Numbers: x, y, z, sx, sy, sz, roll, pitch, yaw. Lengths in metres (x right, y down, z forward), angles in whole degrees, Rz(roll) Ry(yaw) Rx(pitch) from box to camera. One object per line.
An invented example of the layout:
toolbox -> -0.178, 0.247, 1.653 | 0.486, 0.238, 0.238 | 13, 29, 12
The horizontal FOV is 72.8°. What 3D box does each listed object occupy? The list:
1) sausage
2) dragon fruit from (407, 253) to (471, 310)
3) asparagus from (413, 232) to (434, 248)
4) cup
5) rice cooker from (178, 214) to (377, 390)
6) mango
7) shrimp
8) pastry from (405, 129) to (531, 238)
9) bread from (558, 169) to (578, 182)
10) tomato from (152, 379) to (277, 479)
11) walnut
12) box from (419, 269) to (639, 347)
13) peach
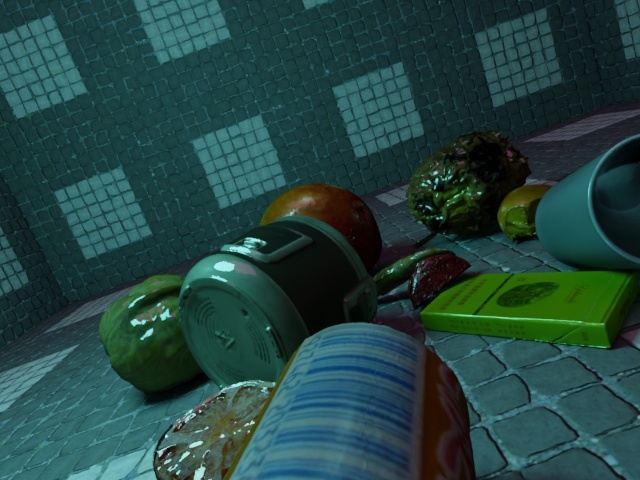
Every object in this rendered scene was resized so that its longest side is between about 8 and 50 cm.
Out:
sausage -> 0.027, 0.239, 0.404 | 0.233, 0.233, 0.287 | -17, 12, 18
dragon fruit -> 0.249, 0.087, 0.988 | 0.162, 0.083, 0.106 | -41, -16, -6
asparagus -> 0.354, -0.003, 1.469 | 0.127, 0.015, 0.018 | -29, 16, -38
cup -> 0.523, -0.049, 0.780 | 0.206, 0.205, 0.312 | -19, -7, 6
rice cooker -> -0.075, 0.123, 0.883 | 0.335, 0.335, 0.325 | -11, 14, 38
mango -> 0.591, -0.090, 1.198 | 0.252, 0.126, 0.154 | -27, 25, -34
shrimp -> 0.209, 0.099, 1.101 | 0.296, 0.058, 0.169 | -33, -35, 29
pastry -> 0.466, -0.182, 1.363 | 0.337, 0.292, 0.405 | -46, -13, 31
bread -> 0.888, -0.198, 1.363 | 0.207, 0.056, 0.286 | -20, 13, 9
tomato -> -0.127, 0.315, 0.647 | 0.237, 0.095, 0.237 | -17, 15, 5
walnut -> -0.395, 0.229, 1.096 | 0.277, 0.253, 0.282 | -34, 20, -27
box -> 0.376, 0.116, 0.815 | 0.187, 0.047, 0.335 | -29, 14, -38
peach -> 0.000, 0.000, 1.309 | 0.370, 0.370, 0.370 | -20, 12, 4
